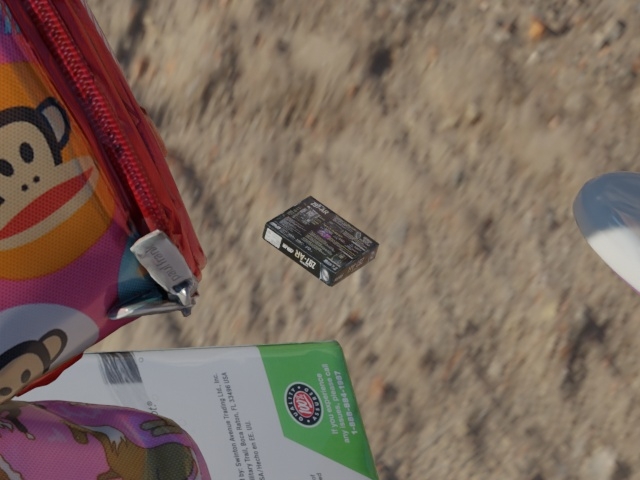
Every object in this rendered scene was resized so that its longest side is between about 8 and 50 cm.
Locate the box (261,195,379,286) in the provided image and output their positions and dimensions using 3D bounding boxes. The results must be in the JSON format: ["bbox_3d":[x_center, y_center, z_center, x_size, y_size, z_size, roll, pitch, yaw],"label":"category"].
[{"bbox_3d":[0.000,0.000,1.721,0.083,0.018,0.067,35,42,21],"label":"box"}]

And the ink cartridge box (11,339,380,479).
[{"bbox_3d":[-0.109,0.185,1.232,0.289,0.121,0.211,0,61,-28],"label":"ink cartridge box"}]

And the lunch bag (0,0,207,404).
[{"bbox_3d":[-0.154,-0.054,0.676,0.120,0.293,0.258,-34,112,-13],"label":"lunch bag"}]

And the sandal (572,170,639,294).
[{"bbox_3d":[0.324,0.097,1.180,0.416,0.102,0.169,31,26,11],"label":"sandal"}]

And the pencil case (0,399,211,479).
[{"bbox_3d":[-0.234,0.122,0.876,0.386,0.160,0.167,19,94,-35],"label":"pencil case"}]
